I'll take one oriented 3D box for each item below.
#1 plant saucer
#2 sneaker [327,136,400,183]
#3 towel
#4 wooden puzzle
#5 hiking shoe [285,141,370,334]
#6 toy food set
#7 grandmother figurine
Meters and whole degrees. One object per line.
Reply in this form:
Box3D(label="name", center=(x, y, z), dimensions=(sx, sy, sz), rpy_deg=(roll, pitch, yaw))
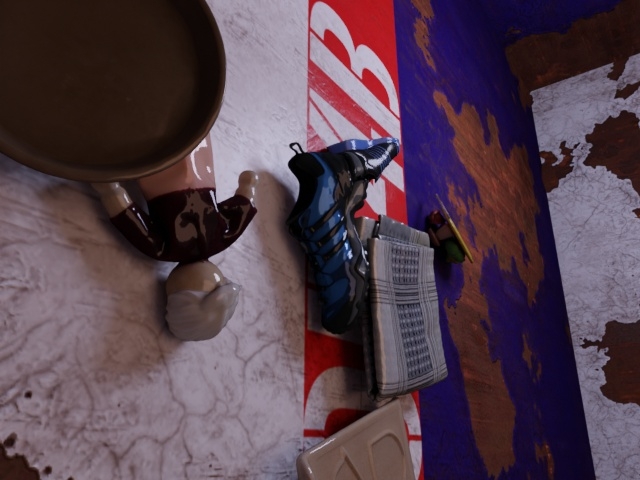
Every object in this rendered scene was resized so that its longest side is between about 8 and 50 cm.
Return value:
Box3D(label="plant saucer", center=(-0.231, -0.190, 0.535), dimensions=(0.277, 0.041, 0.278), rpy_deg=(6, 78, -29))
Box3D(label="sneaker", center=(0.095, -0.156, 1.080), dimensions=(0.232, 0.081, 0.091), rpy_deg=(-16, 94, -51))
Box3D(label="towel", center=(0.165, 0.119, 1.010), dimensions=(0.312, 0.056, 0.324), rpy_deg=(10, 71, -55))
Box3D(label="wooden puzzle", center=(0.065, 0.437, 0.803), dimensions=(0.348, 0.080, 0.322), rpy_deg=(1, 77, -61))
Box3D(label="hiking shoe", center=(0.000, 0.000, 0.873), dimensions=(0.132, 0.113, 0.304), rpy_deg=(4, 79, -25))
Box3D(label="toy food set", center=(0.321, -0.012, 1.381), dimensions=(0.218, 0.071, 0.128), rpy_deg=(52, 15, -35))
Box3D(label="grandmother figurine", center=(-0.162, -0.052, 0.633), dimensions=(0.207, 0.104, 0.343), rpy_deg=(-9, 88, -30))
